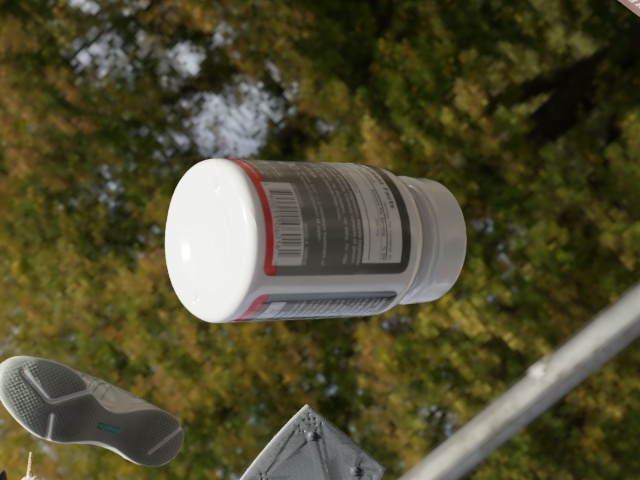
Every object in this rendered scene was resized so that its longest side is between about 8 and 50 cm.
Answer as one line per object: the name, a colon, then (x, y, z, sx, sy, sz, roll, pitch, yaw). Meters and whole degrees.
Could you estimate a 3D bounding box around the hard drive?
hard drive: (-0.034, 0.387, 2.033, 0.172, 0.254, 0.054, 38, -172, 6)

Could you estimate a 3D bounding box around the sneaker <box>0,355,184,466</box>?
sneaker: (-0.176, 0.123, 0.993, 0.152, 0.053, 0.061, 30, 176, -32)

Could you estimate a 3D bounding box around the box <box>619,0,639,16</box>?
box: (0.413, -0.314, 1.132, 0.191, 0.143, 0.381, 36, -116, -8)

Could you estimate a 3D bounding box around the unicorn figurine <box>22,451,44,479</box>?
unicorn figurine: (-0.323, 0.279, 1.296, 0.060, 0.111, 0.162, 34, -167, 16)

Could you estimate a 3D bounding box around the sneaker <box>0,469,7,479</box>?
sneaker: (-0.417, 0.343, 1.721, 0.235, 0.094, 0.153, 14, -106, -73)

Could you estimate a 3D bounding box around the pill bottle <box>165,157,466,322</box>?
pill bottle: (0.000, 0.000, 1.385, 0.283, 0.161, 0.161, 0, -133, -38)
